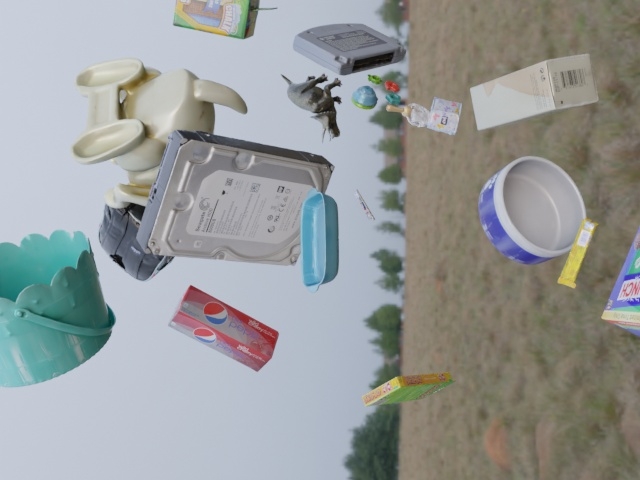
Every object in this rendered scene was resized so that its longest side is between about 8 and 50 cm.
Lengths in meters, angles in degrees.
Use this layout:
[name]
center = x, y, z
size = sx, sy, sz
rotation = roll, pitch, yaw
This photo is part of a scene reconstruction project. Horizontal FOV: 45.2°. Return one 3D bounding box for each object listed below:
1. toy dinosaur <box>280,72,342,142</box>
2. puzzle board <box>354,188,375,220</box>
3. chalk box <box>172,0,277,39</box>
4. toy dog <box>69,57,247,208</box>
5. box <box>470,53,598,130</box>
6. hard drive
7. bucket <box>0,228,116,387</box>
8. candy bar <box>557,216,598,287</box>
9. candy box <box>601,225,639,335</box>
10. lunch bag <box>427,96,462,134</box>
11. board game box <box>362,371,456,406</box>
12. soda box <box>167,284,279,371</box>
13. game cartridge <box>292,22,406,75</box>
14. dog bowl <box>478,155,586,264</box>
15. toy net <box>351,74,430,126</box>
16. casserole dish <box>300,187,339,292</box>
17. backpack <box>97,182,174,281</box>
[toy dinosaur]
center = -0.030, -0.476, 2.527
size = 0.160, 0.313, 0.121
rotation = -41, -17, -30
[puzzle board]
center = 0.119, -0.097, 2.130
size = 0.096, 0.011, 0.128
rotation = 59, -179, -2
[chalk box]
center = -0.207, -0.531, 1.737
size = 0.132, 0.213, 0.132
rotation = -69, -8, -72
[toy dog]
center = -0.337, -0.214, 1.787
size = 0.408, 0.395, 0.284
rotation = 67, -177, -56
[box]
center = 0.533, -0.371, 1.955
size = 0.311, 0.148, 0.121
rotation = -5, 99, 65
[hard drive]
center = -0.155, -0.072, 1.466
size = 0.064, 0.339, 0.237
rotation = 45, 119, 47
[bucket]
center = -0.512, 0.117, 1.370
size = 0.281, 0.281, 0.183
rotation = -77, -23, -63
[candy bar]
center = 0.576, 0.027, 1.718
size = 0.018, 0.040, 0.161
rotation = -4, -65, -61
[candy box]
center = 0.769, 0.057, 1.670
size = 0.268, 0.122, 0.317
rotation = 143, 150, -85
[lunch bag]
center = 0.292, -0.290, 1.812
size = 0.053, 0.071, 0.083
rotation = 100, -173, -59
[board game box]
center = 0.235, 0.383, 1.989
size = 0.259, 0.124, 0.039
rotation = 10, -127, -46
[soda box]
center = -0.240, 0.222, 1.929
size = 0.083, 0.263, 0.092
rotation = -49, 18, 43
[game cartridge]
center = 0.073, -0.526, 2.089
size = 0.297, 0.198, 0.062
rotation = -25, -44, -44
[dog bowl]
center = 0.539, -0.076, 1.961
size = 0.104, 0.265, 0.264
rotation = 141, 136, -60
[toy net]
center = 0.200, -0.352, 2.007
size = 0.122, 0.232, 0.045
rotation = -47, -18, -45
[casserole dish]
center = 0.000, 0.000, 1.381
size = 0.114, 0.037, 0.188
rotation = 158, 112, -64
[backpack]
center = -0.474, -0.021, 2.057
size = 0.191, 0.225, 0.253
rotation = -45, -5, -46
